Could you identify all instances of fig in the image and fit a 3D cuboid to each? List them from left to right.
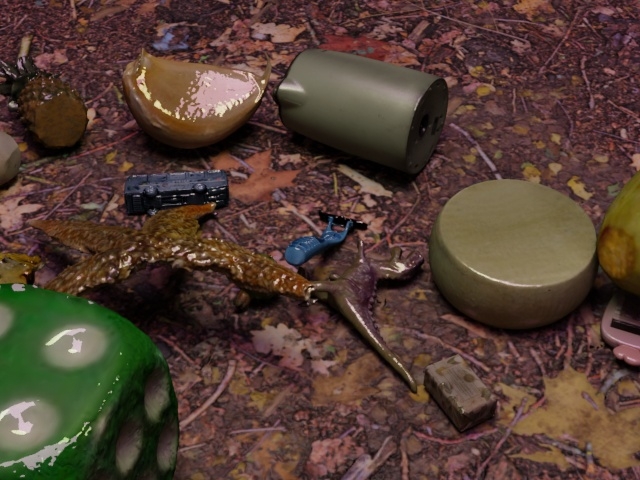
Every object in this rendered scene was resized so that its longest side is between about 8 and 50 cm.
[{"bbox_3d":[0.542,-0.027,1.696,0.326,0.258,0.258,-18,47,-14],"label":"fig"}]

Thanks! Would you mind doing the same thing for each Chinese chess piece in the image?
[{"bbox_3d":[0.285,0.018,1.755,0.250,0.101,0.250,0,44,0],"label":"Chinese chess piece"}]

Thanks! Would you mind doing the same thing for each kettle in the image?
[{"bbox_3d":[0.076,-0.224,1.986,0.255,0.165,0.240,17,17,22],"label":"kettle"}]

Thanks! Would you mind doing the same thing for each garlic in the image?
[{"bbox_3d":[-0.207,-0.237,1.976,0.245,0.164,0.145,0,27,-8],"label":"garlic"}]

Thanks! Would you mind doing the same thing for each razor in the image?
[{"bbox_3d":[0.000,0.000,1.759,0.082,0.042,0.253,15,14,13],"label":"razor"}]

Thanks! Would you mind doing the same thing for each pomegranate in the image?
[{"bbox_3d":[-0.098,0.057,1.740,0.085,0.073,0.073,-27,47,0],"label":"pomegranate"}]

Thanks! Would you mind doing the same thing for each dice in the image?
[{"bbox_3d":[-0.347,0.244,1.386,0.300,0.287,0.297,13,42,14],"label":"dice"}]

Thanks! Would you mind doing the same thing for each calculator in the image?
[{"bbox_3d":[0.457,0.122,1.706,0.103,0.024,0.166,18,44,16],"label":"calculator"}]

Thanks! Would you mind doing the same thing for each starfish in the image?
[{"bbox_3d":[-0.245,0.037,1.682,0.398,0.132,0.384,-20,23,-7],"label":"starfish"}]

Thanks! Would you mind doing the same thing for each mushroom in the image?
[{"bbox_3d":[-0.582,-0.111,1.887,0.213,0.097,0.088,-17,57,-17],"label":"mushroom"}]

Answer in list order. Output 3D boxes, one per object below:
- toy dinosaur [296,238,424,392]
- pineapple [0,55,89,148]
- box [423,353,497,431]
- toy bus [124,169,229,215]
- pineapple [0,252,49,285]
[{"bbox_3d":[0.059,0.089,1.708,0.200,0.072,0.251,13,36,1],"label":"toy dinosaur"},{"bbox_3d":[-0.483,-0.249,2.038,0.125,0.125,0.251,-23,38,-22],"label":"pineapple"},{"bbox_3d":[0.187,0.205,1.602,0.062,0.045,0.098,-22,47,-23],"label":"box"},{"bbox_3d":[-0.229,-0.079,1.893,0.166,0.047,0.065,-4,39,-6],"label":"toy bus"},{"bbox_3d":[-0.545,0.106,1.648,0.344,0.286,0.209,6,87,-4],"label":"pineapple"}]
